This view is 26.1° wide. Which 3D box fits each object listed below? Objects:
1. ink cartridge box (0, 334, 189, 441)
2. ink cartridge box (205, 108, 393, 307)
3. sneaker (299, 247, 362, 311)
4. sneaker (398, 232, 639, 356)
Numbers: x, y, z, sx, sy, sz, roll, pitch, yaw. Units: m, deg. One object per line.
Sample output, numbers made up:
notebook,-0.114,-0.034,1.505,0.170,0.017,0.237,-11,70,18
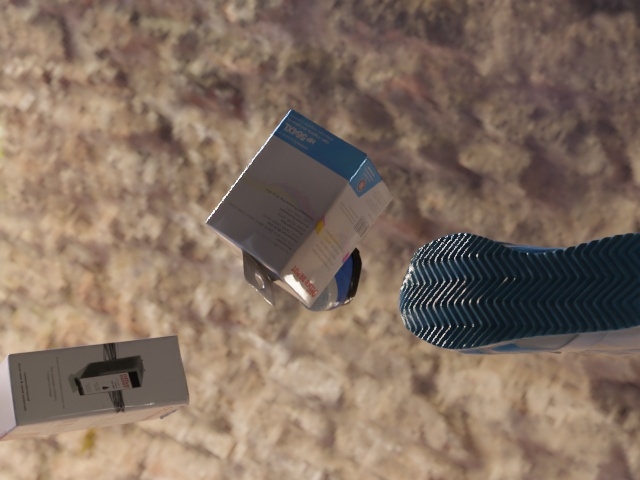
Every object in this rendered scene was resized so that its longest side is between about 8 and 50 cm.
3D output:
ink cartridge box,-0.183,0.116,1.084,0.135,0.056,0.099,-5,-13,-24
ink cartridge box,-0.022,-0.020,1.186,0.090,0.143,0.092,34,-8,26
sneaker,-0.001,0.000,1.477,0.058,0.152,0.084,-20,-9,26
sneaker,0.155,0.045,0.952,0.228,0.087,0.092,0,-17,40
